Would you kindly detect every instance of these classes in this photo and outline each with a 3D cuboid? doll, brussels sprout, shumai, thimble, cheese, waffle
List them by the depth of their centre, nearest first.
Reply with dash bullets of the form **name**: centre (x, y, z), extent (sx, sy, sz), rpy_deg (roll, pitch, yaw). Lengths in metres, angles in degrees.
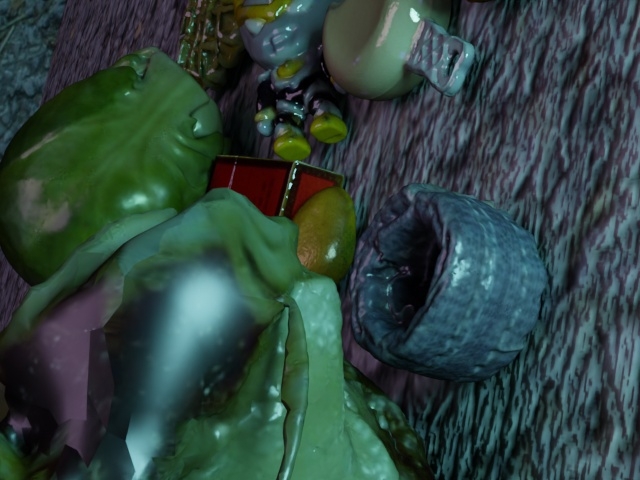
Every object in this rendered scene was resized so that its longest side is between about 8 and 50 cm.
- **shumai**: centre (-0.084, 0.134, 0.764), extent (0.395, 0.395, 0.348), rpy_deg (-106, 14, -48)
- **thimble**: centre (0.095, 0.035, 0.865), extent (0.150, 0.097, 0.150), rpy_deg (-39, 43, 50)
- **cheese**: centre (0.072, -0.181, 1.070), extent (0.163, 0.070, 0.249), rpy_deg (-55, 32, 34)
- **doll**: centre (-0.033, -0.229, 1.279), extent (0.145, 0.103, 0.316), rpy_deg (-43, 45, 41)
- **brussels sprout**: centre (-0.257, -0.076, 1.429), extent (0.355, 0.281, 0.289), rpy_deg (-59, -15, -13)
- **waffle**: centre (-0.135, -0.365, 1.592), extent (0.297, 0.073, 0.317), rpy_deg (-51, 34, 40)

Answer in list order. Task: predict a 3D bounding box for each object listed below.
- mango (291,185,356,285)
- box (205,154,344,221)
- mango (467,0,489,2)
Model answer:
- **mango**: centre (0.000, 0.000, 1.115), extent (0.079, 0.057, 0.114), rpy_deg (14, 82, 38)
- **box**: centre (-0.069, -0.014, 1.257), extent (0.239, 0.074, 0.153), rpy_deg (12, 91, 65)
- **mango**: centre (0.145, -0.257, 0.960), extent (0.159, 0.084, 0.105), rpy_deg (-102, 16, -79)
